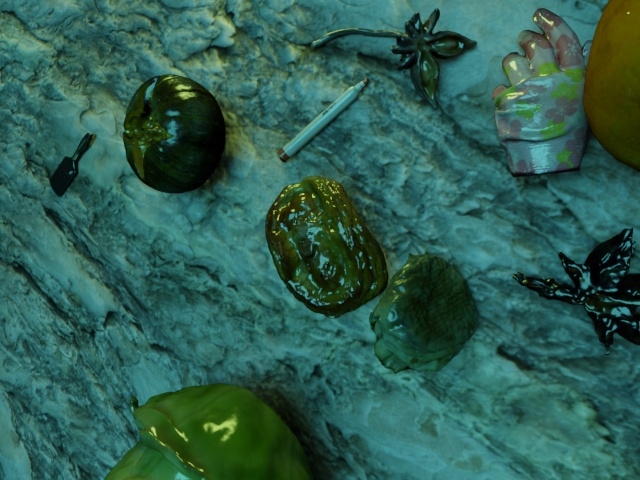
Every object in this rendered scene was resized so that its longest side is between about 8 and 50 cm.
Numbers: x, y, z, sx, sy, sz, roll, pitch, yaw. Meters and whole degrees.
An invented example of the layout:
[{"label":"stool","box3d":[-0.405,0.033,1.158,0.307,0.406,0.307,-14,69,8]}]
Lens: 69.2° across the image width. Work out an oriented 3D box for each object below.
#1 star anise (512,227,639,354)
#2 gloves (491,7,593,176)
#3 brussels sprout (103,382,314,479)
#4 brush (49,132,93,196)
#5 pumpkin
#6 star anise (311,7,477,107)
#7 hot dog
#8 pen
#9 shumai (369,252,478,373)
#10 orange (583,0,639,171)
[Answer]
[{"label":"star anise","box3d":[0.405,0.064,0.649,0.212,0.053,0.157,43,106,22]},{"label":"gloves","box3d":[0.322,-0.217,0.664,0.145,0.126,0.242,-3,95,29]},{"label":"brussels sprout","box3d":[-0.173,0.465,0.739,0.360,0.342,0.426,8,102,32]},{"label":"brush","box3d":[-0.615,-0.194,1.146,0.193,0.016,0.063,-46,72,17]},{"label":"pumpkin","box3d":[-0.286,-0.206,0.919,0.237,0.159,0.238,1,92,47]},{"label":"star anise","box3d":[0.119,-0.327,0.814,0.227,0.218,0.148,-125,28,-57]},{"label":"hot dog","box3d":[0.000,0.002,0.804,0.175,0.114,0.259,-35,75,19]},{"label":"pen","box3d":[0.004,-0.223,0.857,0.218,0.026,0.026,-38,74,19]},{"label":"shumai","box3d":[0.150,0.119,0.746,0.142,0.184,0.184,-33,73,51]},{"label":"orange","box3d":[0.433,-0.206,0.522,0.226,0.283,0.284,23,98,37]}]
